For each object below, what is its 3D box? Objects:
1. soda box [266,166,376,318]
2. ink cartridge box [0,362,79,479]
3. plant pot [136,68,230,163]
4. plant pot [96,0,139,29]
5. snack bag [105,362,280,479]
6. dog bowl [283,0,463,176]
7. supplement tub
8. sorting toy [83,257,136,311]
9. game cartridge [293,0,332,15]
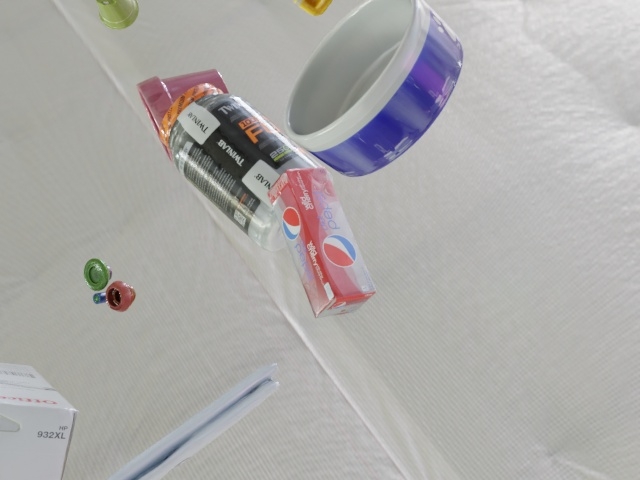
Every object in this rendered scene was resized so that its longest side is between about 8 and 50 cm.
[{"bbox_3d":[0.000,0.000,1.490,0.092,0.083,0.263,-7,-116,-33],"label":"soda box"},{"bbox_3d":[-0.522,0.268,1.268,0.307,0.223,0.128,8,-93,60],"label":"ink cartridge box"},{"bbox_3d":[-0.296,-0.297,1.922,0.180,0.201,0.201,-25,-130,-10],"label":"plant pot"},{"bbox_3d":[-0.415,-0.476,1.686,0.083,0.079,0.083,-1,-99,5],"label":"plant pot"},{"bbox_3d":[-0.211,0.271,0.910,0.323,0.342,0.037,-34,-97,-31],"label":"snack bag"},{"bbox_3d":[0.072,-0.225,1.203,0.265,0.104,0.264,-38,-147,30],"label":"dog bowl"},{"bbox_3d":[-0.155,-0.155,1.716,0.338,0.207,0.207,42,-110,15],"label":"supplement tub"},{"bbox_3d":[-0.323,0.071,1.311,0.102,0.042,0.061,45,-64,20],"label":"sorting toy"},{"bbox_3d":[0.045,-0.507,1.205,0.285,0.053,0.323,-48,-151,30],"label":"game cartridge"}]
